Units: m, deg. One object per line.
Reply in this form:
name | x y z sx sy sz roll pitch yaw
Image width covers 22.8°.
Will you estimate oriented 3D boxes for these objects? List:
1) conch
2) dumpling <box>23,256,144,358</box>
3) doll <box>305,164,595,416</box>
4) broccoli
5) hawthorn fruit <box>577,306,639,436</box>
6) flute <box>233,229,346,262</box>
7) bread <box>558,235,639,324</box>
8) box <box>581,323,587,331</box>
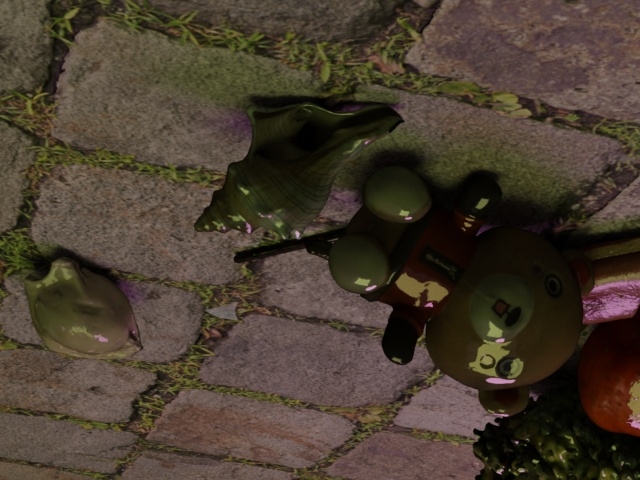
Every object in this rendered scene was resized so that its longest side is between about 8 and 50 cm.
conch | -0.040 -0.084 1.721 0.137 0.234 0.114 41 175 -3
dumpling | -0.327 0.099 2.141 0.136 0.118 0.199 -11 128 25
doll | 0.154 0.050 1.854 0.330 0.235 0.174 32 173 -13
broccoli | 0.386 0.314 2.240 0.334 0.272 0.324 4 156 26
hawthorn fruit | 0.425 0.172 2.079 0.189 0.189 0.189 4 154 2
flute | 0.000 0.000 1.983 0.270 0.014 0.014 -13 148 32
bread | 0.338 0.048 1.955 0.192 0.067 0.119 -9 141 25
box | 0.265 0.080 2.078 0.193 0.030 0.121 10 153 -8
